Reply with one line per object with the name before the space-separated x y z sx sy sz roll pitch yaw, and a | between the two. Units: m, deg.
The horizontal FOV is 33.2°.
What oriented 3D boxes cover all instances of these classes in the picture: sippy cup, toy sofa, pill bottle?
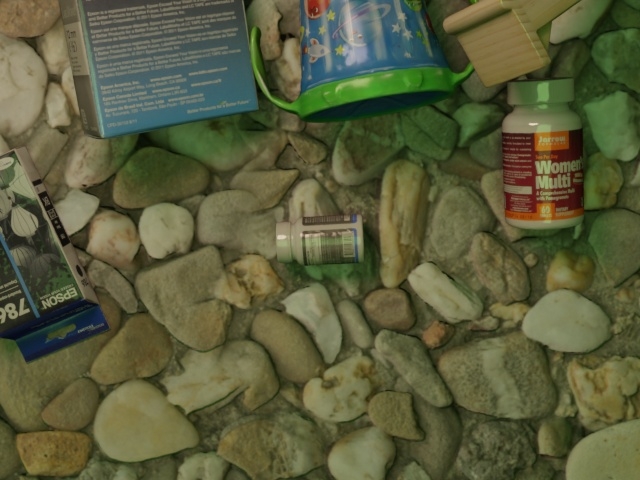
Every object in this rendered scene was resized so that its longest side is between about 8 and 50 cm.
sippy cup | 0.066 -0.304 1.570 0.305 0.240 0.224 -9 90 -30
toy sofa | 0.345 -0.382 1.493 0.362 0.150 0.177 -36 101 -21
pill bottle | 0.337 -0.134 1.628 0.121 0.121 0.221 -3 100 3
pill bottle | 0.000 0.000 1.690 0.137 0.078 0.078 -2 100 3

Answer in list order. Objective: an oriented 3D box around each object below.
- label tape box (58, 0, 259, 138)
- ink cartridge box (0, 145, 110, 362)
label tape box | -0.245 -0.341 1.568 0.249 0.115 0.348 -14 102 -24
ink cartridge box | -0.483 0.031 1.727 0.165 0.065 0.333 -24 99 6
